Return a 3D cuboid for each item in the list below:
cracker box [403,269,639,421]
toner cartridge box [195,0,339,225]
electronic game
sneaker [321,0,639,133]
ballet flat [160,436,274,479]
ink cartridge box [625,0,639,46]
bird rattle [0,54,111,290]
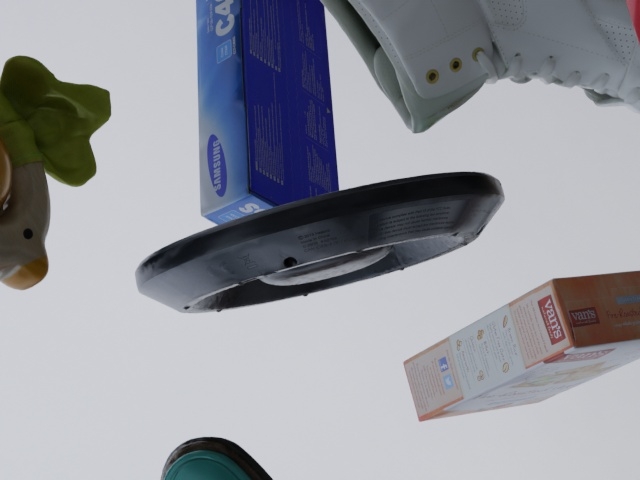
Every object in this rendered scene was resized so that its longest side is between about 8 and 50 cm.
[{"bbox_3d":[0.205,0.098,1.130,0.155,0.232,0.067,-3,-111,-32],"label":"cracker box"},{"bbox_3d":[-0.062,-0.163,1.425,0.165,0.075,0.348,27,-131,-45],"label":"toner cartridge box"},{"bbox_3d":[0.000,0.000,0.757,0.229,0.229,0.048,-5,-102,-51],"label":"electronic game"},{"bbox_3d":[0.123,-0.112,0.745,0.292,0.169,0.108,40,175,-10],"label":"sneaker"},{"bbox_3d":[-0.023,0.244,0.770,0.096,0.095,0.281,-34,-76,-73],"label":"ballet flat"},{"bbox_3d":[0.250,-0.122,0.354,0.197,0.272,0.114,-37,-66,-34],"label":"ink cartridge box"},{"bbox_3d":[-0.243,-0.076,0.804,0.253,0.143,0.207,45,-158,-52],"label":"bird rattle"}]
